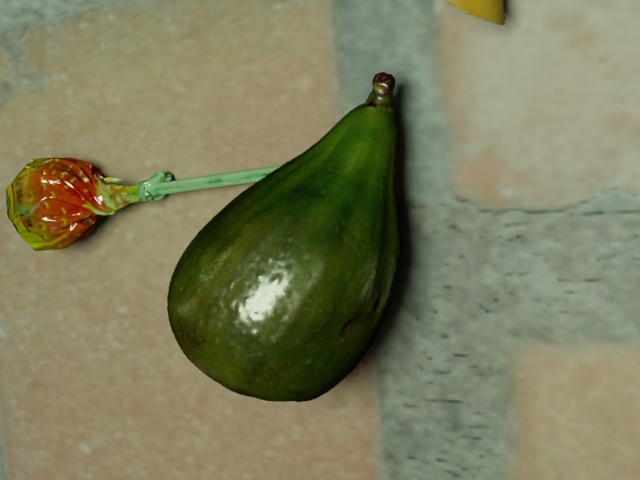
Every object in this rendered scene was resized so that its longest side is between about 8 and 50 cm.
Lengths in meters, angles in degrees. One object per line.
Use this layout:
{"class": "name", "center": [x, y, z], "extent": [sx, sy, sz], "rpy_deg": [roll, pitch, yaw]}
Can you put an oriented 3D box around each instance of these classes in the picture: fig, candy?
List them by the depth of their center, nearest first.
{"class": "fig", "center": [0.000, 0.000, 0.539], "extent": [0.117, 0.117, 0.177], "rpy_deg": [38, 91, 19]}
{"class": "candy", "center": [-0.100, -0.030, 0.616], "extent": [0.201, 0.060, 0.060], "rpy_deg": [-6, 94, 22]}

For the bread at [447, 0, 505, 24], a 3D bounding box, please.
{"class": "bread", "center": [0.054, -0.152, 0.508], "extent": [0.062, 0.049, 0.103], "rpy_deg": [-3, 94, 29]}
